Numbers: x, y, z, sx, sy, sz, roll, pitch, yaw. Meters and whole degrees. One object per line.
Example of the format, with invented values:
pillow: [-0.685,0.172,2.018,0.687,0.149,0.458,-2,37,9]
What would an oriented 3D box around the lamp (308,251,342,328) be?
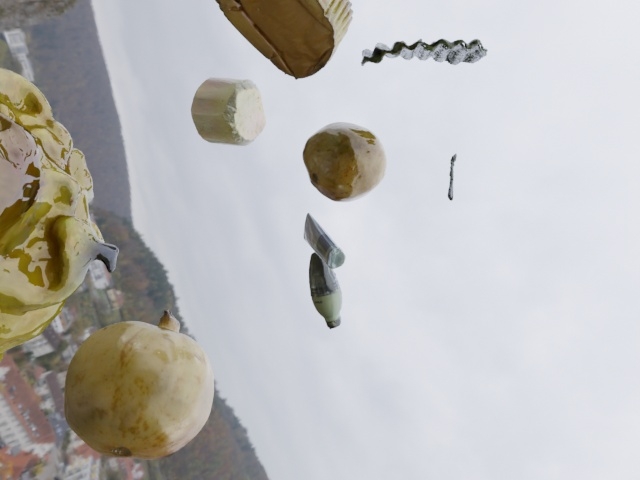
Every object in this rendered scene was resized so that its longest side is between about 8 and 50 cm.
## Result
lamp: [0.014,0.154,1.589,0.101,0.101,0.250,-5,-78,67]

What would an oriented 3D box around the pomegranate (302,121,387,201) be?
pomegranate: [0.066,-0.211,1.388,0.233,0.233,0.233,47,-33,44]

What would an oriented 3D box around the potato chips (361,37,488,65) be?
potato chips: [0.300,-0.550,1.490,0.429,0.358,0.070,-58,149,-70]

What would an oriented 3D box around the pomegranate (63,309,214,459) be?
pomegranate: [-0.395,0.323,1.161,0.342,0.342,0.343,47,-33,44]

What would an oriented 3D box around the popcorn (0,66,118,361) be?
popcorn: [-0.362,-0.007,0.554,0.316,0.280,0.297,103,-6,-47]

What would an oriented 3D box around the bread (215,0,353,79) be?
bread: [-0.074,-0.488,1.027,0.288,0.156,0.204,34,-41,-19]

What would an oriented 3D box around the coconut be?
coconut: [-0.328,-0.447,1.750,0.244,0.239,0.239,15,-55,32]

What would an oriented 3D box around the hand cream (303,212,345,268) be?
hand cream: [0.000,0.000,1.275,0.255,0.048,0.080,-134,-127,-63]

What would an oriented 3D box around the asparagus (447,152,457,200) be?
asparagus: [0.437,-0.216,1.677,0.022,0.023,0.233,106,1,-51]
